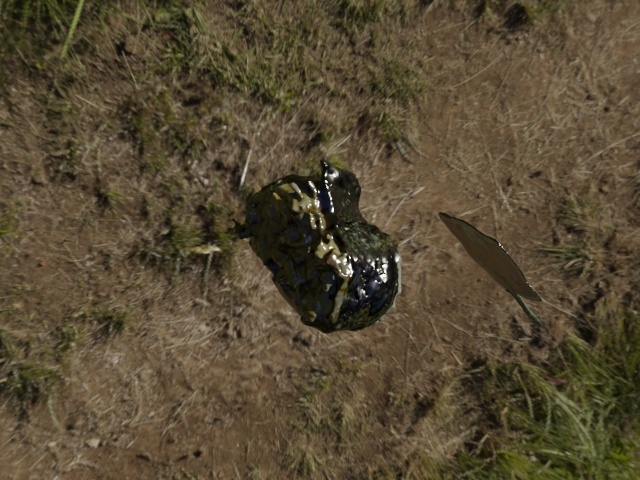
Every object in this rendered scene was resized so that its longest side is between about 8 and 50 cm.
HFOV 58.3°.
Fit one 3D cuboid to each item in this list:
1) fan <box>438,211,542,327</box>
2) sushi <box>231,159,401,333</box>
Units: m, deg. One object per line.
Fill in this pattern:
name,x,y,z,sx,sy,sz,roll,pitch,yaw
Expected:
fan,0.219,0.045,0.687,0.009,0.132,0.220,-45,123,-1
sushi,0.000,0.000,0.646,0.115,0.212,0.147,12,124,-44
